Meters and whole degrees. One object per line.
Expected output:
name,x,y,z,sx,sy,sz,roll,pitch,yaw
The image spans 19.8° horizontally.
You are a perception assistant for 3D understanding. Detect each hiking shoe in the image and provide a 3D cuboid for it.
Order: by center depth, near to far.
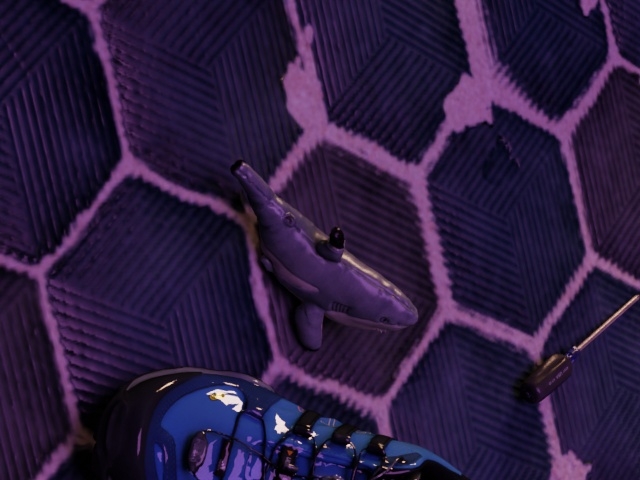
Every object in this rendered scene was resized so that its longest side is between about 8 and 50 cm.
hiking shoe,0.000,0.147,1.164,0.304,0.132,0.113,21,71,-37

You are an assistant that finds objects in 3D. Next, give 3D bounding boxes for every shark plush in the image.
shark plush,0.000,0.000,1.226,0.073,0.067,0.161,-45,113,-35

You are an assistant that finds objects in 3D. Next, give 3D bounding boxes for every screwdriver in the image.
screwdriver,0.204,0.078,1.429,0.025,0.024,0.170,44,47,6
